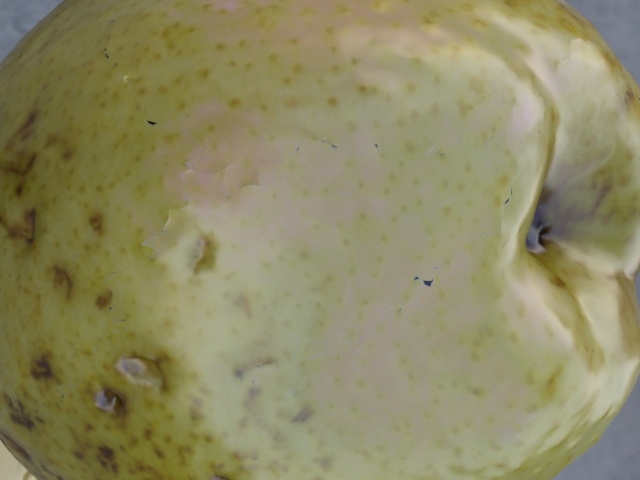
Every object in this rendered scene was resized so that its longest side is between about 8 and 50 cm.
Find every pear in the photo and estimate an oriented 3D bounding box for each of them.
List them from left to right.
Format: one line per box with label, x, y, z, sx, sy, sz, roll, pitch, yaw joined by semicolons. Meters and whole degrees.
pear;0.000;0.000;0.490;0.178;0.178;0.178;-14;108;-48

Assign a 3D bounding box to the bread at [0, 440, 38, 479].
bread;-0.236;0.100;1.177;0.250;0.361;0.394;54;50;-32
